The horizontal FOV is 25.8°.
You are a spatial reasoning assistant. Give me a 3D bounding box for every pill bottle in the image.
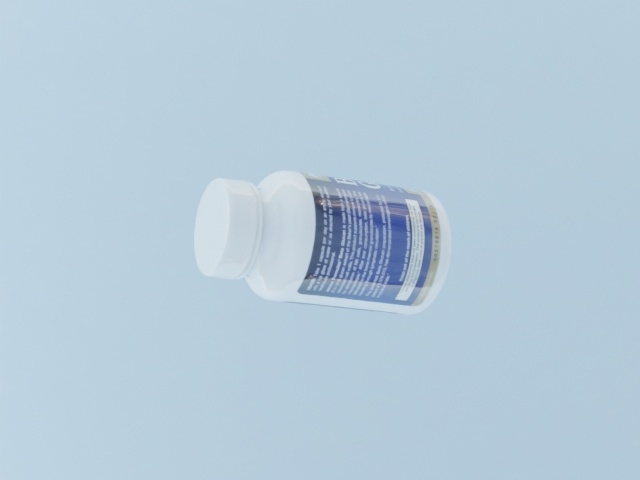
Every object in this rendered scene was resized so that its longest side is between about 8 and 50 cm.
[{"bbox_3d":[0.000,0.000,1.000,0.094,0.169,0.094,-26,-120,60],"label":"pill bottle"}]
